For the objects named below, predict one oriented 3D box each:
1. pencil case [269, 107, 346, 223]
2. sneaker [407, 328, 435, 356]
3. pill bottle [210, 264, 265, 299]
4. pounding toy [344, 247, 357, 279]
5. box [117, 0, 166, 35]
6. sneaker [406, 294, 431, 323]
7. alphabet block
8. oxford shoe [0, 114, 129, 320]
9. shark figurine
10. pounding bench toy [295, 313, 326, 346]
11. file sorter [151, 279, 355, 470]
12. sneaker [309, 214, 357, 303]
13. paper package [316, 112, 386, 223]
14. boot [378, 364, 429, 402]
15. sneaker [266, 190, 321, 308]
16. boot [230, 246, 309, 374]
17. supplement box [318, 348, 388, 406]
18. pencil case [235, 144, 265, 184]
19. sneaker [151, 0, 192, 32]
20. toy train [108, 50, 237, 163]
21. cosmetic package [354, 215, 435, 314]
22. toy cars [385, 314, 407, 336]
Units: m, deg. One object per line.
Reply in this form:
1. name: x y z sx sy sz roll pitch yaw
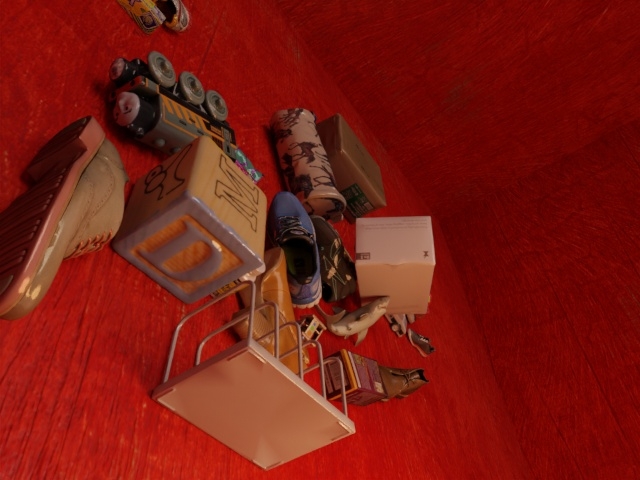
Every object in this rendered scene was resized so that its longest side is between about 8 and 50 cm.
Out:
1. pencil case: -0.041 -0.243 1.732 0.184 0.160 0.410 15 47 -43
2. sneaker: 0.390 0.383 2.050 0.158 0.065 0.061 48 24 -31
3. pill bottle: -0.171 0.068 1.069 0.065 0.116 0.065 48 23 -29
4. pounding toy: 0.059 0.071 1.632 0.141 0.100 0.130 58 20 -9
5. box: -0.475 -0.611 1.348 0.169 0.054 0.059 47 24 -30
6. sneaker: 0.368 0.221 2.057 0.279 0.119 0.107 62 7 -57
7. alphabet block: -0.228 -0.037 0.975 0.193 0.193 0.197 49 25 -34
8. oxford shoe: -0.349 -0.030 0.757 0.146 0.141 0.396 55 22 -36
9. shark figurine: 0.060 0.215 1.498 0.278 0.166 0.116 0 35 -48
10. pounding bench toy: -0.042 0.220 1.275 0.052 0.083 0.065 50 54 -21
11. file sorter: -0.104 0.229 0.911 0.277 0.193 0.173 47 21 -32
12. sneaker: 0.016 0.056 1.495 0.101 0.106 0.267 9 -53 60
13. paper package: 0.097 -0.284 2.105 0.325 0.168 0.309 48 25 -32
14. boot: 0.226 0.405 1.566 0.305 0.115 0.112 24 43 -57
15. sneaker: -0.058 -0.002 1.341 0.147 0.130 0.329 100 -22 -55
16. boot: -0.092 0.169 1.171 0.211 0.104 0.295 57 25 -26
17. supplement box: 0.085 0.351 1.349 0.188 0.081 0.104 33 34 -51
18. pencil case: -0.218 -0.204 1.395 0.151 0.064 0.070 49 -2 -28
19. sneaker: -0.443 -0.692 1.484 0.225 0.088 0.092 58 22 -7
20. toy train: -0.313 -0.266 1.168 0.334 0.142 0.190 24 51 -58
21. cosmetic package: 0.216 0.086 1.577 0.385 0.218 0.156 80 11 -60
22. toy cars: 0.245 0.160 1.975 0.176 0.087 0.393 29 37 -54
